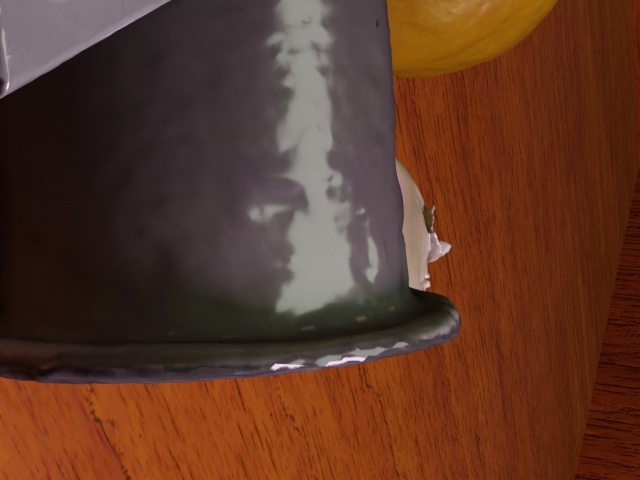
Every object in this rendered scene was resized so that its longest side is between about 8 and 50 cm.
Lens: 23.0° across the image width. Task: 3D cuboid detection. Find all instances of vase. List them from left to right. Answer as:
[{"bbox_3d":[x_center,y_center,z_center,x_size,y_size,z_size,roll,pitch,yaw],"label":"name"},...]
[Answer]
[{"bbox_3d":[-0.054,-0.091,0.746,0.245,0.245,0.291,-13,103,-71],"label":"vase"}]

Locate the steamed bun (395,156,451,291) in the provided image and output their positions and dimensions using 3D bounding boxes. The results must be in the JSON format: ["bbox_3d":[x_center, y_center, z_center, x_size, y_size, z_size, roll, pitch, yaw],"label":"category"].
[{"bbox_3d":[0.000,0.000,1.040,0.239,0.153,0.170,27,68,-73],"label":"steamed bun"}]

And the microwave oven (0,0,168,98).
[{"bbox_3d":[-0.142,-0.219,0.499,0.237,0.181,0.295,-46,138,-58],"label":"microwave oven"}]

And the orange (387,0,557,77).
[{"bbox_3d":[0.048,-0.241,1.005,0.279,0.235,0.279,6,83,-59],"label":"orange"}]
